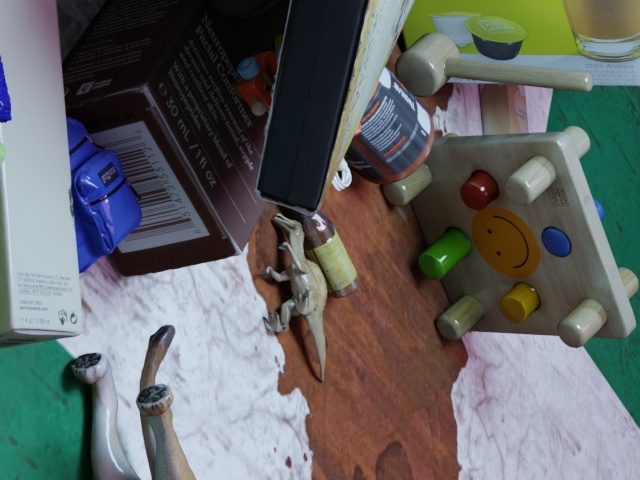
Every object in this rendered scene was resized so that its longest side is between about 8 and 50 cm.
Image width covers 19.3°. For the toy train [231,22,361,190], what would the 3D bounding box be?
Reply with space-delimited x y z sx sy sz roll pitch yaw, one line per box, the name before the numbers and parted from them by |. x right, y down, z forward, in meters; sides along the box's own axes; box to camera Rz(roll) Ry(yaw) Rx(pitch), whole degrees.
toy train | -0.026 -0.122 1.686 0.166 0.046 0.125 50 42 -38

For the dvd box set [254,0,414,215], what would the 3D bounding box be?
dvd box set | 0.052 -0.261 1.595 0.420 0.062 0.308 -66 172 -49

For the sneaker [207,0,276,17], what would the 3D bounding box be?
sneaker | -0.079 -0.298 1.498 0.146 0.330 0.122 -19 60 -28

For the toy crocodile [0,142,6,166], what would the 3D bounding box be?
toy crocodile | -0.307 0.073 1.296 0.115 0.105 0.340 40 71 -49

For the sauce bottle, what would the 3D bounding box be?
sauce bottle | 0.000 0.000 1.963 0.128 0.042 0.042 65 33 -28

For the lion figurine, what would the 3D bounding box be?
lion figurine | -0.154 0.263 1.524 0.392 0.142 0.240 -61 140 -53

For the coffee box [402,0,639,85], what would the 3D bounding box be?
coffee box | 0.278 -0.413 2.214 0.338 0.337 0.334 -63 148 -45

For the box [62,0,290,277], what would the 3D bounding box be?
box | -0.103 -0.161 1.743 0.191 0.143 0.381 61 33 -30

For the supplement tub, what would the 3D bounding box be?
supplement tub | 0.035 -0.148 2.007 0.198 0.106 0.106 42 46 -47

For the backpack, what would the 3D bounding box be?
backpack | -0.211 -0.042 1.557 0.120 0.101 0.098 66 26 -17

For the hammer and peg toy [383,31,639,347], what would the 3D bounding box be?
hammer and peg toy | 0.200 -0.049 2.109 0.127 0.266 0.361 -39 117 -37

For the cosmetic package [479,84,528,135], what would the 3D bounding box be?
cosmetic package | 0.237 -0.162 2.424 0.060 0.041 0.115 13 70 -59

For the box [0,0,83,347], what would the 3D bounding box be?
box | -0.262 -0.055 1.463 0.094 0.113 0.275 9 74 -59

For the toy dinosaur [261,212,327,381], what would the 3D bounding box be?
toy dinosaur | -0.014 0.062 1.909 0.092 0.053 0.183 -23 101 -61

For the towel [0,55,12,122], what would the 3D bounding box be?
towel | -0.346 -0.205 1.305 0.227 0.076 0.308 -19 102 -29
